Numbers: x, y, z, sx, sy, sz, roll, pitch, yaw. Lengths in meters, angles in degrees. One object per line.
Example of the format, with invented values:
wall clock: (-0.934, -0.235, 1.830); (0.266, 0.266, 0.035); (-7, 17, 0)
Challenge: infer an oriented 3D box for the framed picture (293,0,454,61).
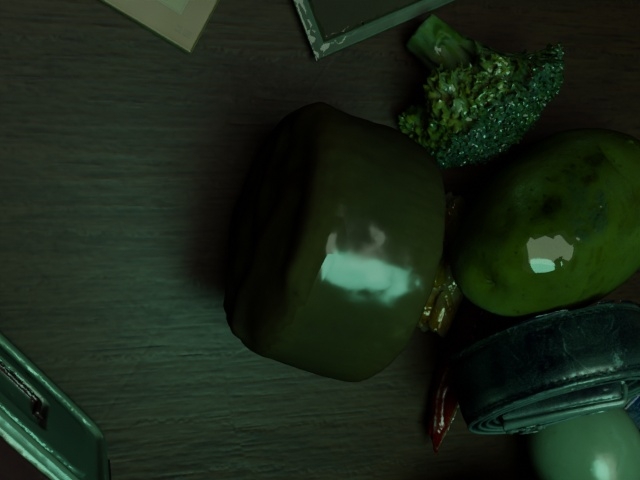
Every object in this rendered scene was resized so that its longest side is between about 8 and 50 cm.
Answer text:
framed picture: (0.078, -0.375, 1.074); (0.293, 0.018, 0.231); (-26, 106, -14)

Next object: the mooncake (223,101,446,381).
mooncake: (0.000, 0.000, 0.962); (0.156, 0.284, 0.284); (15, 93, -21)

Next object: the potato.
potato: (0.293, -0.018, 1.090); (0.304, 0.216, 0.215); (-39, 111, -38)

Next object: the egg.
egg: (0.353, 0.281, 1.200); (0.149, 0.149, 0.192); (-17, 75, -16)

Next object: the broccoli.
broccoli: (0.178, -0.190, 1.089); (0.194, 0.194, 0.219); (38, 108, -21)

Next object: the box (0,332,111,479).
box: (-0.368, 0.201, 0.921); (0.167, 0.193, 0.294); (-40, 110, -1)

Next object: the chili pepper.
chili pepper: (0.187, 0.151, 1.181); (0.059, 0.050, 0.268); (14, 98, -66)

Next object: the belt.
belt: (0.291, 0.157, 1.072); (0.268, 0.206, 0.116); (-22, 64, 19)

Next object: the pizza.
pizza: (0.121, 0.020, 1.128); (0.161, 0.062, 0.182); (19, 93, -20)

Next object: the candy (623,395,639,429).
candy: (0.443, 0.245, 1.292); (0.136, 0.038, 0.088); (-40, 122, -2)

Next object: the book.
book: (-0.156, -0.312, 1.003); (0.118, 0.012, 0.172); (29, 88, -21)
